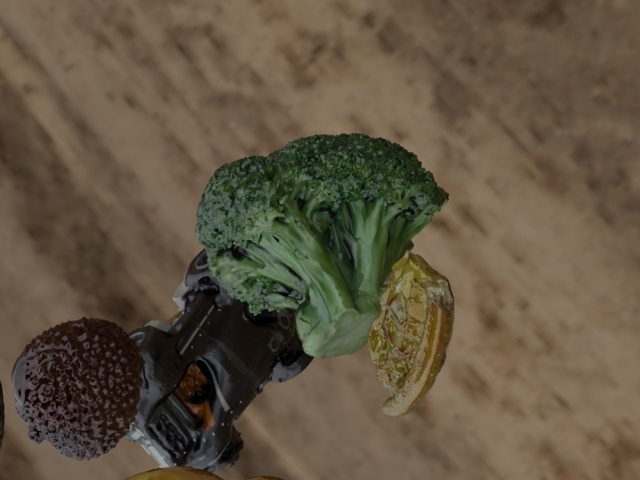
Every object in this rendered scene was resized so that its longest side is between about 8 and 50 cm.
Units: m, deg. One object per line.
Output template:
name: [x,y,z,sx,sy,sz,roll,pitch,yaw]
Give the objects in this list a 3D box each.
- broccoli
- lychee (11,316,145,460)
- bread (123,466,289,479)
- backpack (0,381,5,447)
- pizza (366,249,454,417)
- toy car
broccoli: [0.000,0.000,1.967,0.269,0.261,0.242,-56,44,39]
lychee: [-0.214,0.130,1.753,0.129,0.123,0.123,-39,92,30]
bread: [-0.085,0.290,1.413,0.316,0.270,0.211,-52,54,31]
backpack: [-0.434,0.176,1.497,0.363,0.445,0.255,-92,-24,-48]
pizza: [0.065,0.071,1.504,0.160,0.035,0.099,113,147,-52]
toy car: [-0.124,0.130,2.318,0.118,0.301,0.193,-6,129,51]
